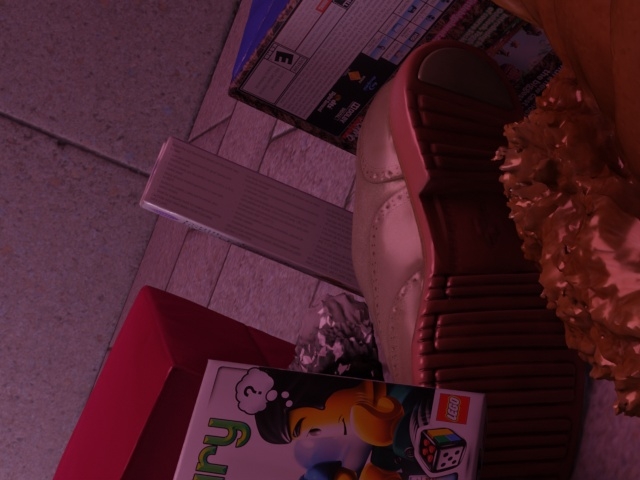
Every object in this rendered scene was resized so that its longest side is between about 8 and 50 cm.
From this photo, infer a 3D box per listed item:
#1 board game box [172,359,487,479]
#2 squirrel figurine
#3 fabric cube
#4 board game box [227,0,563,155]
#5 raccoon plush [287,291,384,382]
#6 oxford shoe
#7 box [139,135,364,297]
[{"bbox_3d":[-0.013,0.227,0.726,0.053,0.193,0.305,75,-156,-55],"label":"board game box"},{"bbox_3d":[0.187,-0.103,0.654,0.370,0.281,0.396,37,118,56],"label":"squirrel figurine"},{"bbox_3d":[-0.101,0.231,1.185,0.254,0.259,0.258,-65,19,5],"label":"fabric cube"},{"bbox_3d":[0.104,-0.180,1.032,0.232,0.291,0.141,-46,26,48],"label":"board game box"},{"bbox_3d":[-0.082,0.263,0.899,0.446,0.299,0.216,-100,5,-49],"label":"raccoon plush"},{"bbox_3d":[0.102,0.051,0.921,0.146,0.141,0.396,-35,53,58],"label":"oxford shoe"},{"bbox_3d":[0.000,0.000,1.062,0.063,0.324,0.067,165,126,-79],"label":"box"}]
